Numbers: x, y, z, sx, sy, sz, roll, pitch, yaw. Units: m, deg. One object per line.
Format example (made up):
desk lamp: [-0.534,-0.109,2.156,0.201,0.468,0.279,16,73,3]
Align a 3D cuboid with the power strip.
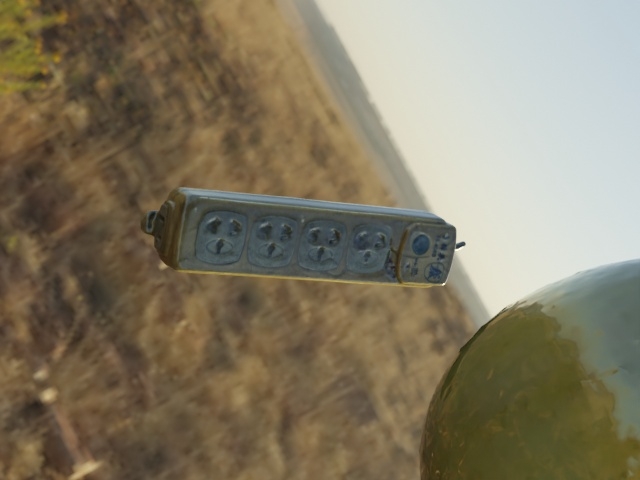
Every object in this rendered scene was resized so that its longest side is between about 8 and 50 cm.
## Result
power strip: [0.000,0.000,1.079,0.044,0.305,0.064,27,-71,56]

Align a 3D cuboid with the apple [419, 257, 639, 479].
apple: [0.189,0.144,0.633,0.292,0.254,0.292,-21,90,-77]
